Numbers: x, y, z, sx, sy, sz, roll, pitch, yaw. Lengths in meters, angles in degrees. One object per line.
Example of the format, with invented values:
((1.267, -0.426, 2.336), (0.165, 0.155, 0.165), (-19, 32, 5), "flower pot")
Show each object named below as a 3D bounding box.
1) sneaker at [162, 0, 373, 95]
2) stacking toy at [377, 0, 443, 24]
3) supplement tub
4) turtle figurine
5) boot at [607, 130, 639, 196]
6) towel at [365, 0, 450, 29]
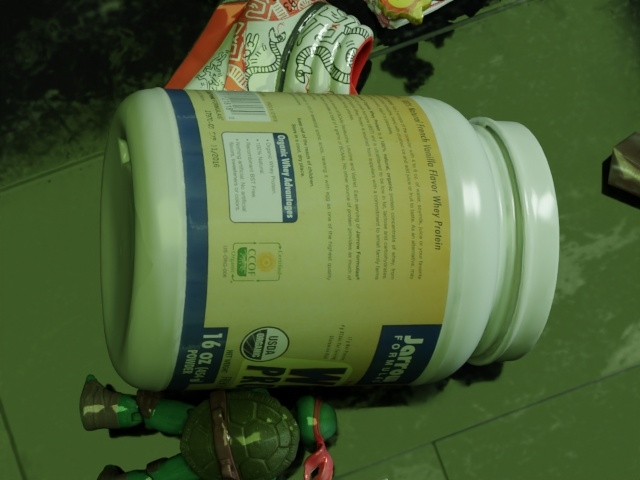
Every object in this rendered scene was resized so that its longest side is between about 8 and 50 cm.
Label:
((-0.060, -0.094, 1.236), (0.145, 0.090, 0.270), (28, 79, 8), "sneaker")
((0.135, -0.286, 1.203), (0.052, 0.167, 0.221), (44, 81, 7), "stacking toy")
((0.000, 0.000, 1.125), (0.316, 0.228, 0.228), (0, 79, -15), "supplement tub")
((-0.070, 0.154, 1.184), (0.234, 0.118, 0.175), (-7, 80, 6), "turtle figurine")
((0.285, -0.028, 1.244), (0.114, 0.037, 0.106), (30, 69, 3), "boot")
((0.073, -0.299, 1.302), (0.144, 0.029, 0.197), (-29, 80, -5), "towel")
